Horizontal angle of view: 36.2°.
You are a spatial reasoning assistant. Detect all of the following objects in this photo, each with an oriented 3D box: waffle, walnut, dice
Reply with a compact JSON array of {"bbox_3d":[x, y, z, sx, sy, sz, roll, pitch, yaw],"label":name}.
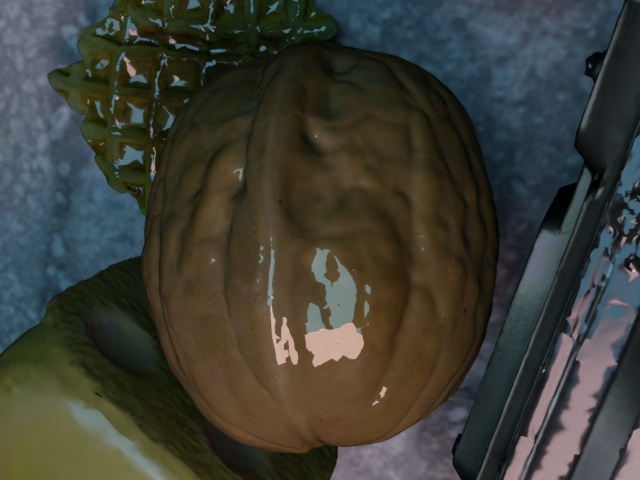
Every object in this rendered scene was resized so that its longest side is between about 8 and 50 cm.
[{"bbox_3d":[-0.078,-0.105,0.729,0.214,0.054,0.207,-37,88,14],"label":"waffle"},{"bbox_3d":[0.000,0.000,0.608,0.225,0.225,0.260,-2,75,15],"label":"walnut"},{"bbox_3d":[-0.142,0.170,0.702,0.227,0.233,0.238,43,111,2],"label":"dice"}]

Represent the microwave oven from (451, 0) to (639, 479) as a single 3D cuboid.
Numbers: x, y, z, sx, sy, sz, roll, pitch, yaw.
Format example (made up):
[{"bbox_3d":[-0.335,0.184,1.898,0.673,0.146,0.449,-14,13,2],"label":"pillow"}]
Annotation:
[{"bbox_3d":[0.219,0.074,0.550,0.247,0.333,0.394,22,105,14],"label":"microwave oven"}]
